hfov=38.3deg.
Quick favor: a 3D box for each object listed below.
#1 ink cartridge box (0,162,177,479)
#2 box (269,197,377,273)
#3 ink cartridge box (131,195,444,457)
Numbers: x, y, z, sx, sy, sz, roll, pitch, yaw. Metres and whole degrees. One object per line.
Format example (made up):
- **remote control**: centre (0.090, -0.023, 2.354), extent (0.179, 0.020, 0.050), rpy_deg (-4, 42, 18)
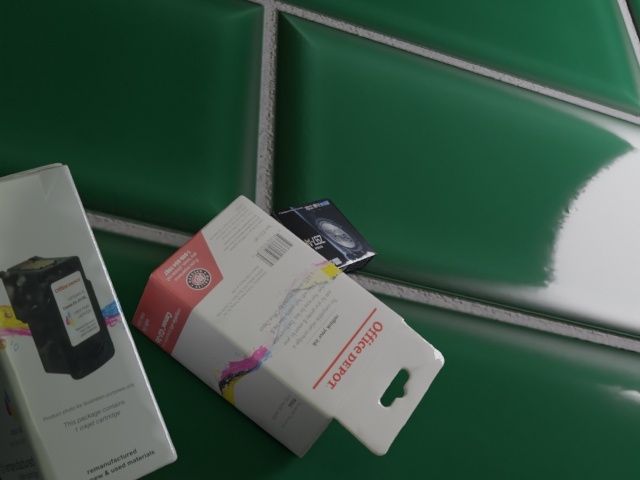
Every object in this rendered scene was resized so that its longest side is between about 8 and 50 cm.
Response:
- **ink cartridge box**: centre (-0.166, 0.062, 0.523), extent (0.072, 0.127, 0.175), rpy_deg (-19, 86, -36)
- **box**: centre (0.000, 0.000, 0.754), extent (0.067, 0.018, 0.083), rpy_deg (50, 32, 16)
- **ink cartridge box**: centre (-0.021, 0.072, 0.668), extent (0.198, 0.067, 0.115), rpy_deg (38, 47, 7)
